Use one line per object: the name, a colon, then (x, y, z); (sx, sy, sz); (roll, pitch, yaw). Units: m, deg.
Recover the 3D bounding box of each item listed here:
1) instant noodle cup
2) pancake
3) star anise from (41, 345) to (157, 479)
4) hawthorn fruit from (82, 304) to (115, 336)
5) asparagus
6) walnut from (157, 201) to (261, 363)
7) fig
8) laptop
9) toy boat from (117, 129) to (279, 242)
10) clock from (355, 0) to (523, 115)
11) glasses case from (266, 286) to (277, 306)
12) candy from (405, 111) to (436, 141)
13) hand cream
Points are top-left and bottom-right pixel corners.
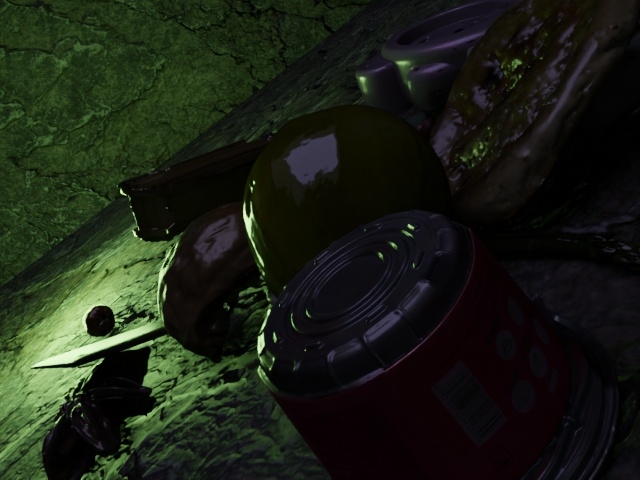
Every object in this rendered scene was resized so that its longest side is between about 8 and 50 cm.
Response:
instant noodle cup: (0.070, 0.094, 0.520); (0.258, 0.181, 0.302); (-27, 24, 25)
pancake: (0.227, -0.163, 0.814); (0.356, 0.065, 0.356); (-57, 16, 25)
star anise: (-0.327, 0.250, 0.992); (0.229, 0.093, 0.236); (-52, 20, -19)
hawthorn fruit: (-0.478, 0.175, 1.422); (0.103, 0.067, 0.066); (-22, 26, 41)
asparagus: (0.231, 0.007, 0.655); (0.034, 0.027, 0.236); (-50, 24, -17)
walnut: (-0.142, 0.034, 0.944); (0.204, 0.141, 0.238); (-47, 17, 58)
fig: (0.034, -0.009, 0.735); (0.239, 0.239, 0.271); (-30, 47, 20)
laptop: (-0.297, 0.153, 1.060); (0.269, 0.015, 0.188); (-17, 1, -42)
toy boat: (-0.177, -0.126, 1.338); (0.446, 0.135, 0.162); (-25, 28, -26)
clock: (0.249, -0.324, 1.147); (0.295, 0.113, 0.322); (-39, 27, -30)
glasses case: (0.000, 0.000, 0.980); (0.113, 0.075, 0.297); (-28, 24, 29)
candy: (0.153, -0.174, 1.137); (0.103, 0.043, 0.103); (-35, 20, 15)
hand cream: (0.405, -0.228, 0.812); (0.341, 0.077, 0.124); (-36, 20, -7)
